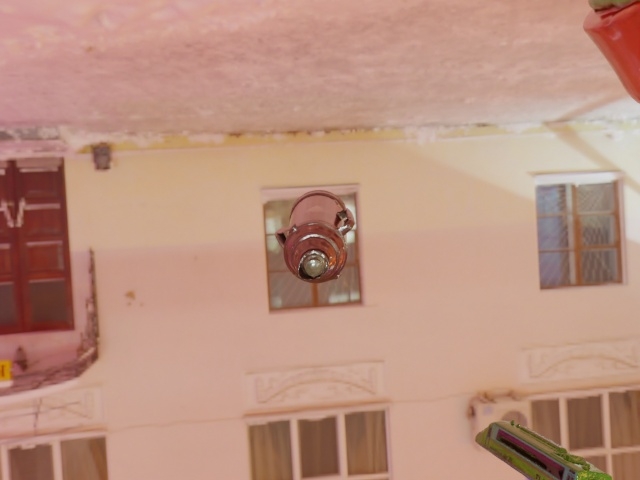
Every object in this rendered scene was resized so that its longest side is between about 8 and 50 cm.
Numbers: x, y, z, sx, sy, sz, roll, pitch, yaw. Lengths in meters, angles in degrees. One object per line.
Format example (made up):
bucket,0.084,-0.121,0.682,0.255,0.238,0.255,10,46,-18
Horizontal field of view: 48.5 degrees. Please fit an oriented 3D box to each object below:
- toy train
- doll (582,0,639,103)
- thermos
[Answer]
toy train,0.232,0.231,0.776,0.044,0.042,0.209,14,179,-16
doll,0.323,-0.203,0.608,0.182,0.363,0.160,-36,-174,-18
thermos,-0.002,-0.003,1.032,0.124,0.099,0.232,-38,-167,12
